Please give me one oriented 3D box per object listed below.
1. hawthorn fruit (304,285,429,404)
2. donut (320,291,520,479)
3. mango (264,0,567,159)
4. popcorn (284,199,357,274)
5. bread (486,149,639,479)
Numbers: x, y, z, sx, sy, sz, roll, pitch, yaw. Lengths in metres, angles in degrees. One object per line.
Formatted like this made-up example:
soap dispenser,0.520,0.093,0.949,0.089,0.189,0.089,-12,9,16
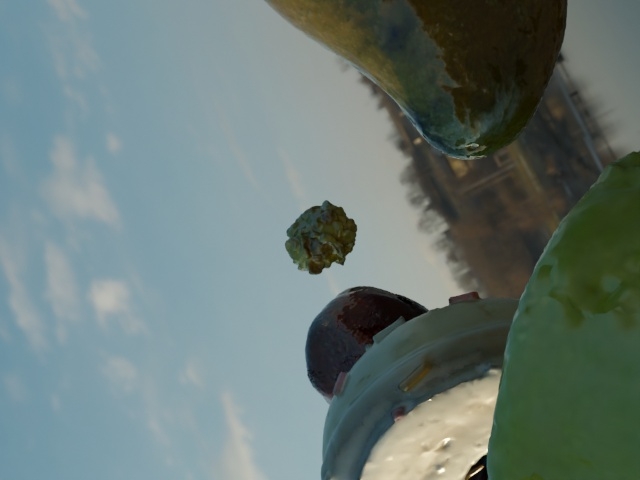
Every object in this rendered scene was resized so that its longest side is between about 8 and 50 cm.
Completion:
hawthorn fruit,0.096,0.147,1.270,0.181,0.235,0.181,3,-93,-61
donut,0.176,0.214,1.135,0.382,0.382,0.142,53,-169,-40
mango,0.041,-0.199,0.605,0.316,0.193,0.146,59,176,3
popcorn,0.000,0.000,1.086,0.057,0.082,0.083,45,-131,-36
bread,0.292,0.126,0.625,0.308,0.348,0.348,17,152,45
